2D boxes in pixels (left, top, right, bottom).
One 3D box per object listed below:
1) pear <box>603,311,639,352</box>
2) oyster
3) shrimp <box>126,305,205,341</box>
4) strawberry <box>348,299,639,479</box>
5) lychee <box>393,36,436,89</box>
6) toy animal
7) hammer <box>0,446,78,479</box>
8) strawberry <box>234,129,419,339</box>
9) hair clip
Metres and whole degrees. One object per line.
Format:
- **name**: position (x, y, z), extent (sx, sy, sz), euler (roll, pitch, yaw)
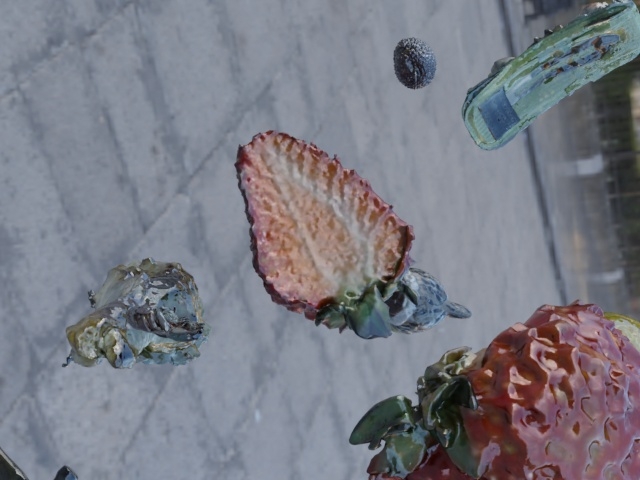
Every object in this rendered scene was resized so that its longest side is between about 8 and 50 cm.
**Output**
- **pear**: position (0.325, 0.157, 1.204), extent (0.162, 0.149, 0.149), euler (51, -17, 52)
- **oyster**: position (-0.274, 0.113, 1.546), extent (0.133, 0.198, 0.337), euler (-64, 168, 22)
- **shrimp**: position (-0.150, 0.082, 1.056), extent (0.038, 0.092, 0.029), euler (-20, 122, -54)
- **strawberry**: position (0.124, 0.124, 0.581), extent (0.236, 0.175, 0.107), euler (8, 33, -53)
- **lychee**: position (0.134, -0.254, 1.521), extent (0.068, 0.067, 0.083), euler (21, 48, -21)
- **toy animal**: position (0.135, 0.084, 1.443), extent (0.098, 0.137, 0.098), euler (9, 90, -75)
- **hammer**: position (-0.618, 0.319, 1.861), extent (0.440, 0.168, 0.044), euler (44, -14, 21)
- **strawberry**: position (0.000, 0.000, 1.284), extent (0.286, 0.188, 0.106), euler (56, -12, 7)
- **hair clip**: position (0.362, -0.279, 1.702), extent (0.138, 0.321, 0.091), euler (51, 10, -46)
